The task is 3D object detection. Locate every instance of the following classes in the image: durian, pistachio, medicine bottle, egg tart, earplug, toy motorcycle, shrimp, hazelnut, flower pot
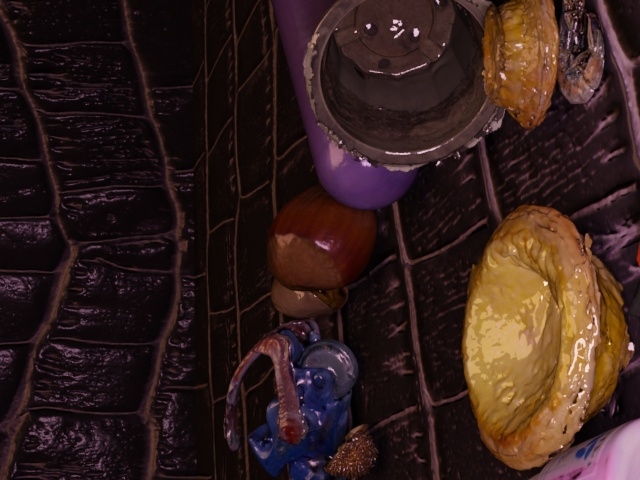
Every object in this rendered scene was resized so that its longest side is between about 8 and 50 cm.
[{"bbox_3d":[0.064,0.363,2.107,0.110,0.071,0.140,-54,-9,-16],"label":"durian"},{"bbox_3d":[-0.019,0.095,2.333,0.129,0.131,0.206,-49,16,-14],"label":"pistachio"},{"bbox_3d":[0.296,0.272,1.245,0.254,0.152,0.152,129,139,-64],"label":"medicine bottle"},{"bbox_3d":[0.245,-0.229,1.537,0.191,0.074,0.191,177,90,-87],"label":"egg tart"},{"bbox_3d":[0.052,-0.261,2.023,0.215,0.215,0.456,122,142,-58],"label":"earplug"},{"bbox_3d":[-0.048,0.306,2.285,0.241,0.182,0.319,22,111,43],"label":"toy motorcycle"},{"bbox_3d":[0.262,0.112,1.417,0.315,0.120,0.315,-174,90,-73],"label":"egg tart"},{"bbox_3d":[0.310,-0.242,1.458,0.091,0.034,0.161,10,105,63],"label":"shrimp"},{"bbox_3d":[-0.007,-0.006,2.166,0.210,0.186,0.210,21,116,53],"label":"hazelnut"},{"bbox_3d":[0.114,-0.270,1.749,0.259,0.290,0.290,-95,14,-63],"label":"flower pot"}]

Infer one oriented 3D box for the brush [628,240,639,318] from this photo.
[{"bbox_3d":[0.369,-0.052,1.220,0.070,0.051,0.323,-105,20,-59],"label":"brush"}]
